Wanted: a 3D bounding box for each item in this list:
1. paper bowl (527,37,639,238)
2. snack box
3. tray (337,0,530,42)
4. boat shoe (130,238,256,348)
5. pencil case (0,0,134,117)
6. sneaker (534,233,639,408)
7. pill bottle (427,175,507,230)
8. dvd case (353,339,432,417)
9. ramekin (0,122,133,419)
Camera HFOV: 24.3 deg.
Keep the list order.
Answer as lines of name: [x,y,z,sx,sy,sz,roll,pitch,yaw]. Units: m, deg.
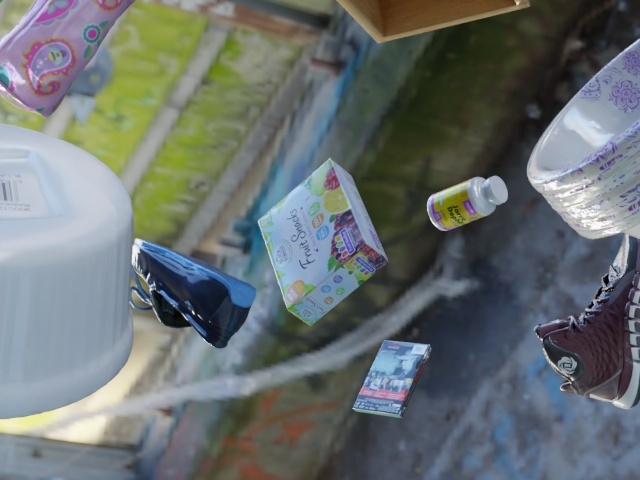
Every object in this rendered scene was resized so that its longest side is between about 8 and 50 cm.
paper bowl: [0.371,-0.112,1.587,0.284,0.148,0.284,-43,13,12]
snack box: [0.000,0.000,1.418,0.100,0.037,0.141,-41,37,16]
tray: [0.085,-0.354,1.699,0.203,0.411,0.076,-11,71,21]
boat shoe: [-0.171,0.059,1.731,0.258,0.109,0.089,22,91,63]
pencil case: [-0.320,-0.295,1.916,0.284,0.124,0.124,-54,28,-3]
sneaker: [0.394,0.102,2.154,0.106,0.163,0.281,-33,-52,-75]
pill bottle: [0.159,-0.042,1.604,0.083,0.043,0.043,-23,58,37]
dvd case: [0.106,0.201,2.167,0.087,0.013,0.119,2,57,41]
ramekin: [-0.278,0.010,1.176,0.277,0.277,0.135,-125,42,-55]
